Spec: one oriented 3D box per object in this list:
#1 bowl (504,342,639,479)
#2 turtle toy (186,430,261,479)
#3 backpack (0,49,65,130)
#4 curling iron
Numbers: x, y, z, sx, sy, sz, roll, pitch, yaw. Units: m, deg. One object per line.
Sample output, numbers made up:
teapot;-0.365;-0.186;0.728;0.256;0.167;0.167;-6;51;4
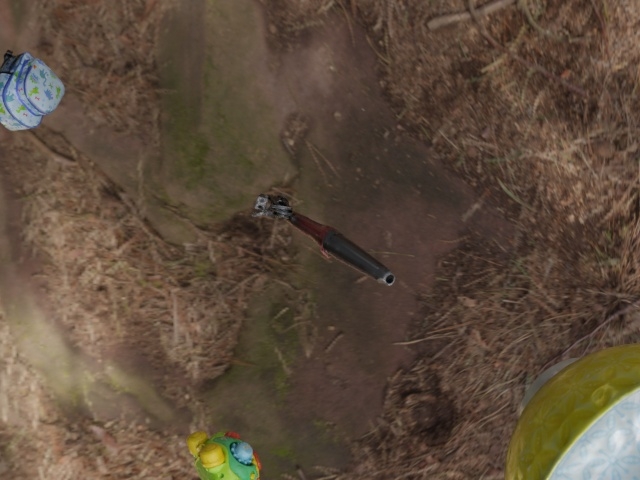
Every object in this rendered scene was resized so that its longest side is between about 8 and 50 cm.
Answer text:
bowl;0.303;0.216;0.964;0.289;0.289;0.156;-52;34;9
turtle toy;-0.105;0.252;1.003;0.066;0.130;0.095;-19;103;-21
backpack;-0.492;-0.245;1.498;0.084;0.105;0.114;2;58;30
curling iron;0.000;0.000;1.087;0.274;0.068;0.035;34;111;48
